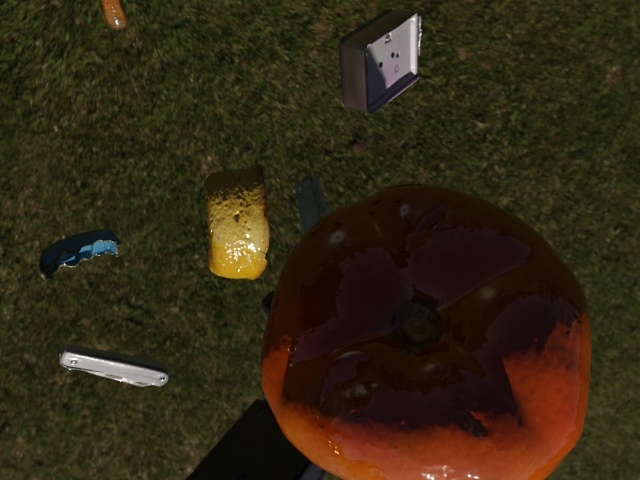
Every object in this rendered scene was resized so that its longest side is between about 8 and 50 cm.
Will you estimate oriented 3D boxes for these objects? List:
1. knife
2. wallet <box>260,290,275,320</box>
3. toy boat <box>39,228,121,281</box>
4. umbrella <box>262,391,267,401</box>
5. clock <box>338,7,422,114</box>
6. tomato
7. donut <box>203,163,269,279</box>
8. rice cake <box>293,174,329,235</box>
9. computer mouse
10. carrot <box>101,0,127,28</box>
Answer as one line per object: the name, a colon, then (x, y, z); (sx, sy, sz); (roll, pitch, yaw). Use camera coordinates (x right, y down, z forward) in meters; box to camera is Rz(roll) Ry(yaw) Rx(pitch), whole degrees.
knife: (-0.489, 0.303, 1.644); (0.266, 0.040, 0.073); (21, 112, -31)
wallet: (0.037, 0.274, 1.203); (0.062, 0.406, 0.228); (-39, 139, -3)
toy boat: (-0.542, 0.035, 1.552); (0.186, 0.077, 0.075); (-16, 156, -32)
umbrella: (-0.078, 0.338, 1.338); (0.080, 0.071, 0.224); (1, 107, -26)
clock: (0.120, -0.353, 1.352); (0.192, 0.071, 0.146); (-42, 141, -37)
tomato: (0.083, 0.080, 0.548); (0.260, 0.259, 0.180); (-33, 156, -1)
donut: (-0.058, -0.007, 0.456); (0.038, 0.083, 0.067); (-6, 82, -17)
rice cake: (0.000, 0.000, 1.016); (0.043, 0.210, 0.034); (-27, 153, 31)
computer mouse: (-0.105, 0.377, 1.028); (0.269, 0.170, 0.100); (-46, 139, -23)
carrot: (-0.314, -0.363, 1.036); (0.032, 0.032, 0.093); (-14, 129, -11)
